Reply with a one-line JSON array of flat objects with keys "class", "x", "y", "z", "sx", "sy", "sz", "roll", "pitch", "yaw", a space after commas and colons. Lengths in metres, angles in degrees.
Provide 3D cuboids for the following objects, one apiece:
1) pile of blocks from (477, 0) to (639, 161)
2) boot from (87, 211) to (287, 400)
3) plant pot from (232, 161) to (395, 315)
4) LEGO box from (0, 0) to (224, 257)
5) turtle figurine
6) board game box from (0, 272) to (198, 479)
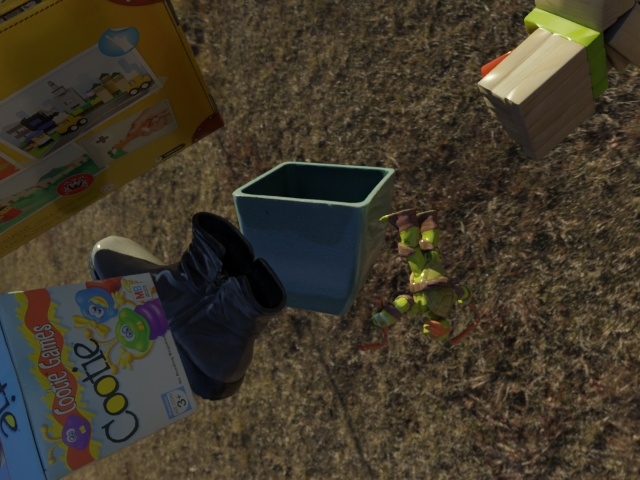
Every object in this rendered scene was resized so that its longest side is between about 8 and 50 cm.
[{"class": "pile of blocks", "x": 0.284, "y": -0.265, "z": 0.494, "sx": 0.113, "sy": 0.148, "sz": 0.362, "roll": 53, "pitch": 122, "yaw": 40}, {"class": "boot", "x": -0.194, "y": 0.042, "z": 0.705, "sx": 0.338, "sy": 0.118, "sz": 0.223, "roll": 37, "pitch": 123, "yaw": 17}, {"class": "plant pot", "x": 0.000, "y": 0.000, "z": 0.971, "sx": 0.247, "sy": 0.247, "sz": 0.252, "roll": 7, "pitch": 115, "yaw": 18}, {"class": "LEGO box", "x": -0.397, "y": -0.157, "z": 0.564, "sx": 0.193, "sy": 0.500, "sz": 0.372, "roll": 56, "pitch": 173, "yaw": 9}, {"class": "turtle figurine", "x": 0.155, "y": 0.063, "z": 0.750, "sx": 0.087, "sy": 0.269, "sz": 0.218, "roll": -26, "pitch": 73, "yaw": 54}, {"class": "board game box", "x": -0.275, "y": 0.154, "z": 0.468, "sx": 0.275, "sy": 0.142, "sz": 0.144, "roll": -29, "pitch": 79, "yaw": 31}]
